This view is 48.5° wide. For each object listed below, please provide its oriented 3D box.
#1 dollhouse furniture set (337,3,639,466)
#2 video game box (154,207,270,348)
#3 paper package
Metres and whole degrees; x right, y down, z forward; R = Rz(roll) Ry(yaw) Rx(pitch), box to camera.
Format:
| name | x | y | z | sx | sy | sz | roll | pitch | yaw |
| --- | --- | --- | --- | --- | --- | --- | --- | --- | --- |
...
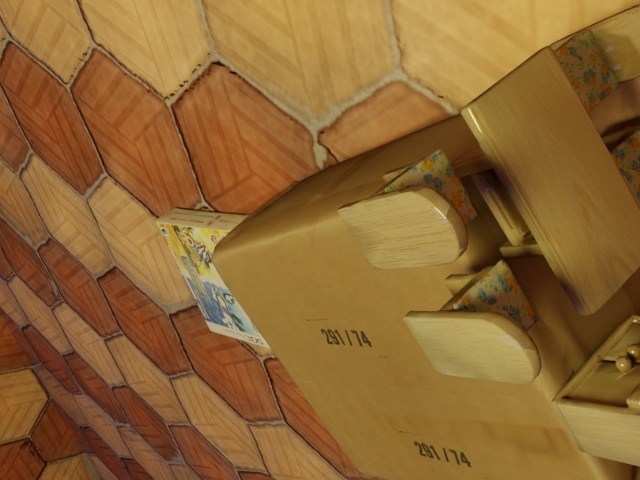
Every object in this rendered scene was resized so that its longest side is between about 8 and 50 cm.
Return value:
| name | x | y | z | sx | sy | sz | roll | pitch | yaw |
| --- | --- | --- | --- | --- | --- | --- | --- | --- | --- |
| dollhouse furniture set | 0.177 | 0.007 | 0.395 | 0.242 | 0.212 | 0.161 | 57 | 155 | -11 |
| video game box | -0.128 | 0.055 | 1.002 | 0.187 | 0.048 | 0.205 | 4 | 126 | 44 |
| paper package | 0.104 | 0.067 | 0.635 | 0.325 | 0.168 | 0.309 | -17 | 111 | 54 |
